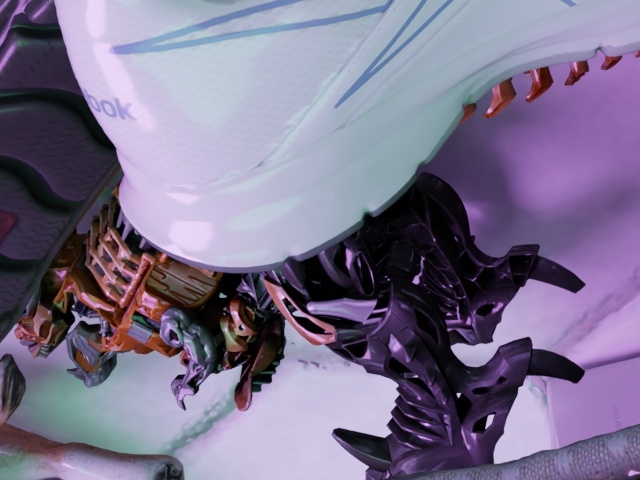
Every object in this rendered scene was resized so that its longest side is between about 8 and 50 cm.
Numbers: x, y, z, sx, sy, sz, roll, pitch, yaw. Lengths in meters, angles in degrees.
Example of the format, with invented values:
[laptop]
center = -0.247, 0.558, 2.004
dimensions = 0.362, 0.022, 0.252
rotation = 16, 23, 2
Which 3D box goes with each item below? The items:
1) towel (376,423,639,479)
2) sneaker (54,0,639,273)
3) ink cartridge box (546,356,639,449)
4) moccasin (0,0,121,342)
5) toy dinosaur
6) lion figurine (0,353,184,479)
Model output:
[towel]
center = 0.168, 0.074, 0.478
dimensions = 0.324, 0.056, 0.312
rotation = -17, 162, 35
[sneaker]
center = 0.048, -0.112, 0.443
dimensions = 0.297, 0.111, 0.129
rotation = -37, 137, -11
[ink cartridge box]
center = 0.285, 0.144, 0.755
dimensions = 0.283, 0.117, 0.207
rotation = -15, 133, 14
[moccasin]
center = -0.185, -0.038, 0.580
dimensions = 0.139, 0.147, 0.380
rotation = 11, 133, -38
[toy dinosaur]
center = 0.000, 0.000, 0.608
dimensions = 0.218, 0.164, 0.322
rotation = 48, 142, -18
[lion figurine]
center = -0.173, 0.187, 0.787
dimensions = 0.240, 0.142, 0.392
rotation = 9, 134, 33
